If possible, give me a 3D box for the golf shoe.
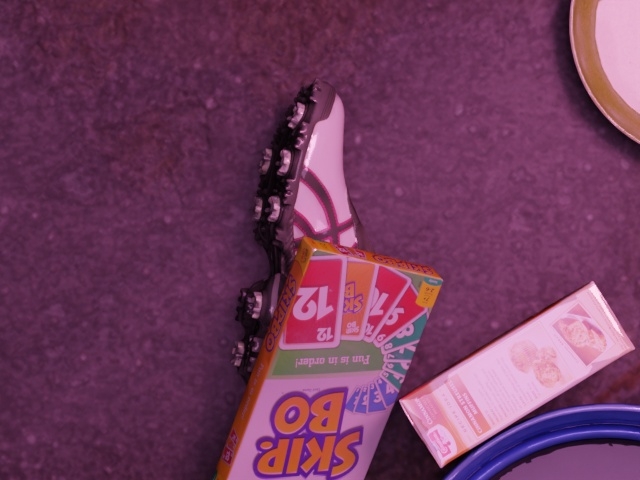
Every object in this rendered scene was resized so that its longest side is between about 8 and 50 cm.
[{"bbox_3d":[0.000,0.000,1.670,0.120,0.105,0.273,8,92,-13],"label":"golf shoe"}]

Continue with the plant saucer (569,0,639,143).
[{"bbox_3d":[0.336,-0.187,1.691,0.241,0.037,0.241,0,89,2],"label":"plant saucer"}]

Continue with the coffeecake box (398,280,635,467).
[{"bbox_3d":[0.159,0.113,1.625,0.185,0.142,0.068,-32,85,-1],"label":"coffeecake box"}]

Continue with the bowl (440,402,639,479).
[{"bbox_3d":[0.247,0.332,1.641,0.391,0.077,0.391,0,86,1],"label":"bowl"}]

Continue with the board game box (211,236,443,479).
[{"bbox_3d":[0.000,0.131,1.623,0.124,0.039,0.259,14,109,-25],"label":"board game box"}]
